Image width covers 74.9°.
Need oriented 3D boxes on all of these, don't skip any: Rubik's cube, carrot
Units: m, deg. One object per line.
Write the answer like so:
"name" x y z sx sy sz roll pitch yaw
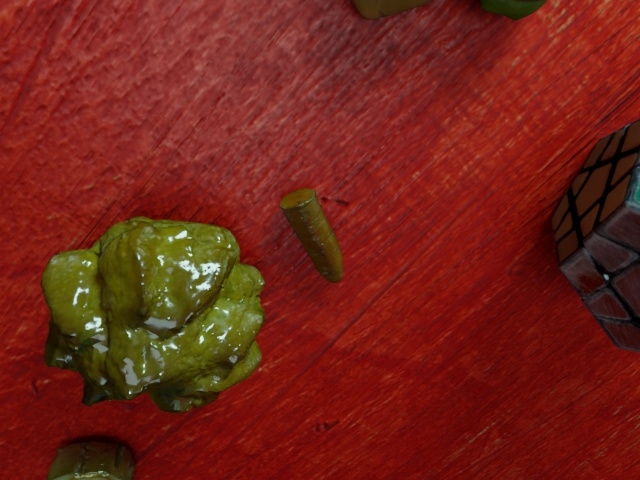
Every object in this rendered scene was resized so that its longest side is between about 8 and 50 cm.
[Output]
"Rubik's cube" 0.438 -0.007 0.473 0.320 0.319 0.263 -2 89 -9
"carrot" 0.000 0.000 0.527 0.048 0.048 0.139 -26 120 4

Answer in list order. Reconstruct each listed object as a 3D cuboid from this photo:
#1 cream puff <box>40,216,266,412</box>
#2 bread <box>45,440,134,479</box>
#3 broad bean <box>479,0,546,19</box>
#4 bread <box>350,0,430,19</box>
"cream puff" -0.182 0.087 0.475 0.245 0.196 0.243 0 90 5
"bread" -0.353 0.377 0.644 0.118 0.064 0.156 15 114 -12
"broad bean" 0.181 -0.304 0.390 0.125 0.082 0.174 -27 108 4
"bread" 0.073 -0.255 0.383 0.115 0.056 0.082 -4 122 25
